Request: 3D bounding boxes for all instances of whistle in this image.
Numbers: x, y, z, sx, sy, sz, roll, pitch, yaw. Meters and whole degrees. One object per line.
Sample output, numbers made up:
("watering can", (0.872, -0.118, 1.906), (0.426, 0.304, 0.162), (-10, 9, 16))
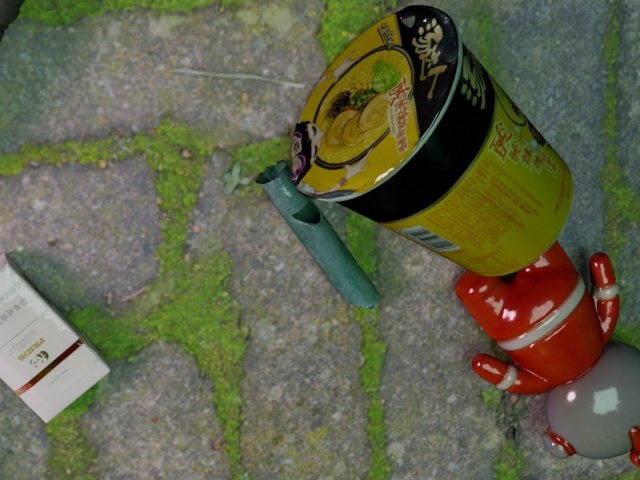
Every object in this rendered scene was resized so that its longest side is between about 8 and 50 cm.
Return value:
("whistle", (0.000, 0.000, 1.122), (0.039, 0.039, 0.186), (-38, 115, -5))

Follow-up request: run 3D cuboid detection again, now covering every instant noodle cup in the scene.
("instant noodle cup", (0.121, -0.077, 1.063), (0.236, 0.215, 0.215), (34, 93, -33))

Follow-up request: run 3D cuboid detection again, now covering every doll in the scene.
("doll", (0.292, 0.137, 1.240), (0.200, 0.105, 0.336), (-41, 107, -5))

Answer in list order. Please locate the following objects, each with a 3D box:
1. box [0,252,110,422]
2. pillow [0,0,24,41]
("box", (-0.284, 0.096, 1.051), (0.084, 0.040, 0.154), (-41, 116, -6))
("pillow", (-0.357, -0.233, 0.893), (0.228, 0.101, 0.326), (29, 97, -28))
